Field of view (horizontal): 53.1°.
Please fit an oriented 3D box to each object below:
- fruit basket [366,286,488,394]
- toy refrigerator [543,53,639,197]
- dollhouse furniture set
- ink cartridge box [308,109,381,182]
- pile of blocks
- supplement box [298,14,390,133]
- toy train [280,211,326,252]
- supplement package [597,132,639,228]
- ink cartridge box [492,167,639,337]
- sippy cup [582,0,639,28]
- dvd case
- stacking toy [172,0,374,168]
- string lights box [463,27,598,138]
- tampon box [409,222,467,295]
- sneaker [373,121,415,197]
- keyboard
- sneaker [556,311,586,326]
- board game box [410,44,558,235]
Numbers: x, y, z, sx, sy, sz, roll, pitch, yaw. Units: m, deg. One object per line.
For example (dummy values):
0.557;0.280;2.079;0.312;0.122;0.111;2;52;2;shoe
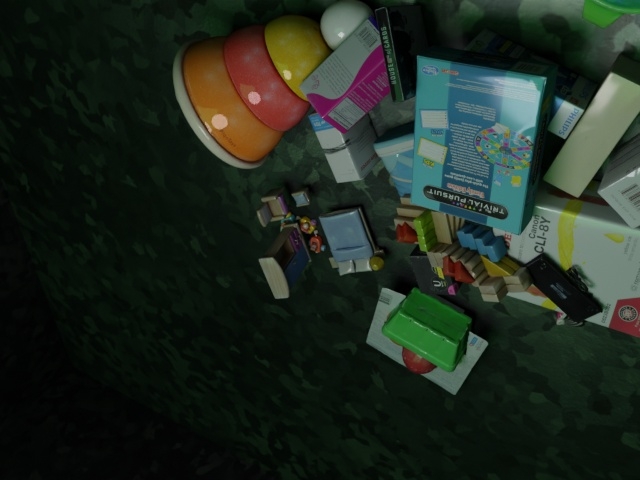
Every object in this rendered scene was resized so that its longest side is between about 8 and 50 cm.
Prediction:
0.305;0.296;1.902;0.326;0.165;0.353;29;152;15;fruit basket
0.564;-0.224;1.292;0.094;0.102;0.270;31;136;12;toy refrigerator
0.000;0.000;1.789;0.303;0.198;0.287;-8;118;26;dollhouse furniture set
0.068;-0.261;1.599;0.082;0.140;0.191;-4;121;38;ink cartridge box
0.302;0.016;1.457;0.362;0.112;0.149;33;141;28;pile of blocks
0.079;-0.359;1.410;0.220;0.114;0.111;-40;62;15;supplement box
-0.062;-0.020;1.960;0.166;0.046;0.125;22;134;20;toy train
0.636;-0.128;1.259;0.105;0.179;0.105;45;137;-3;supplement package
0.583;0.021;1.433;0.384;0.160;0.279;18;132;25;ink cartridge box
0.526;-0.504;1.002;0.305;0.224;0.240;-20;111;44;sippy cup
0.180;-0.388;1.315;0.029;0.238;0.180;-6;106;27;dvd case
-0.075;-0.410;1.527;0.479;0.351;0.351;-23;109;26;stacking toy
0.413;-0.322;1.299;0.259;0.133;0.077;31;136;12;string lights box
0.317;0.045;1.649;0.101;0.161;0.121;-1;123;37;tampon box
0.291;-0.181;1.516;0.318;0.127;0.208;-1;121;48;sneaker
0.534;0.099;1.398;0.180;0.023;0.108;42;145;-1;keyboard
0.620;0.174;1.571;0.074;0.063;0.170;4;162;19;sneaker
0.317;-0.201;1.295;0.253;0.079;0.336;20;131;29;board game box
